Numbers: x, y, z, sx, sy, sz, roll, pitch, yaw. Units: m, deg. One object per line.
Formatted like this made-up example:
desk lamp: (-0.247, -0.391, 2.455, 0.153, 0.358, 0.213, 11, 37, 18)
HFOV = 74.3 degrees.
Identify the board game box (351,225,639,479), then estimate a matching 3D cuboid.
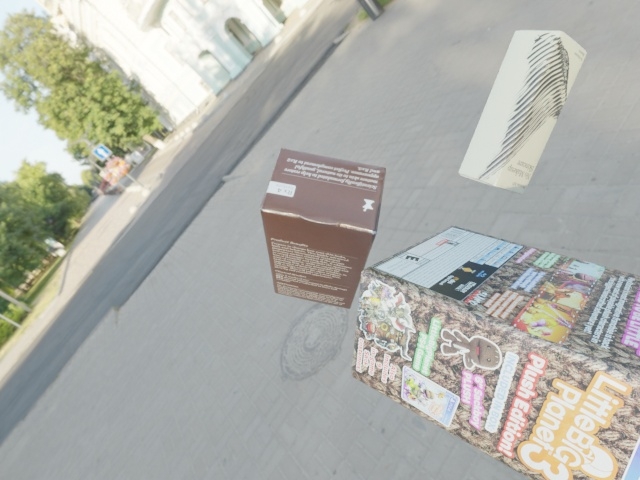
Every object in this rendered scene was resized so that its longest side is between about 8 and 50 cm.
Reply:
board game box: (0.220, 0.107, 0.470, 0.290, 0.141, 0.232, 20, 27, 37)

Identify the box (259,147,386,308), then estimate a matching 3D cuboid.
box: (0.000, 0.000, 0.846, 0.381, 0.191, 0.143, 96, -174, -64)

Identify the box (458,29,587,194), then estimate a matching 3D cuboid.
box: (0.374, -0.234, 0.793, 0.094, 0.113, 0.275, 36, 115, 50)
